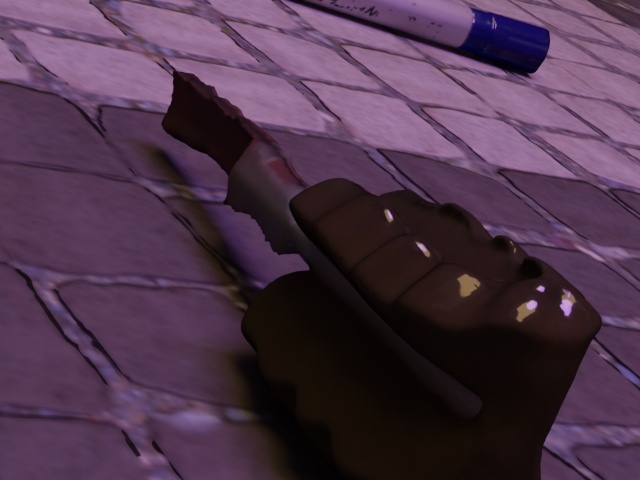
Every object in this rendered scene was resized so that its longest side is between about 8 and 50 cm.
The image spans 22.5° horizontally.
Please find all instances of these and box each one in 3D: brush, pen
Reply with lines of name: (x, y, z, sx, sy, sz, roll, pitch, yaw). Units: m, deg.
brush: (0.000, 0.000, 0.539, 0.071, 0.084, 0.301, 11, 17, -27)
pen: (0.027, -0.158, 1.036, 0.269, 0.033, 0.033, 15, 21, -21)
